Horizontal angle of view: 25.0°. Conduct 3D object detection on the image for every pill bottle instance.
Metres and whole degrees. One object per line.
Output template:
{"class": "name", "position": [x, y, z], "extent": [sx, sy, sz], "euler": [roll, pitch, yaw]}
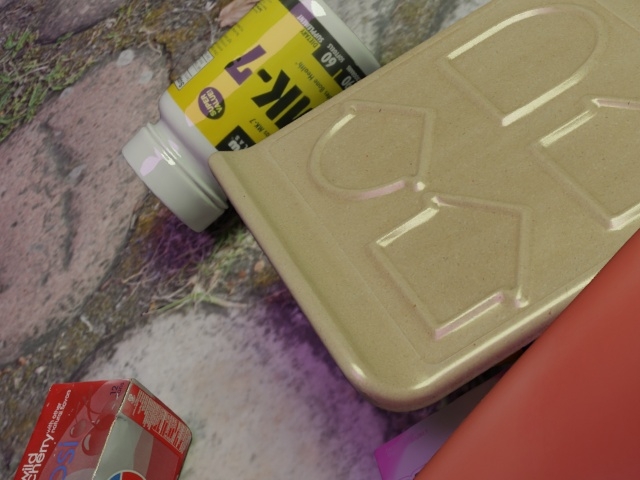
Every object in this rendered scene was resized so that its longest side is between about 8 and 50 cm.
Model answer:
{"class": "pill bottle", "position": [-0.059, -0.112, 1.215], "extent": [0.208, 0.119, 0.119], "euler": [-43, 38, 3]}

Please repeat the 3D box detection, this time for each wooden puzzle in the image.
{"class": "wooden puzzle", "position": [0.129, -0.044, 0.982], "extent": [0.348, 0.080, 0.322], "euler": [-28, 37, -6]}

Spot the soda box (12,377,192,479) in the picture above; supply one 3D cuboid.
{"class": "soda box", "position": [-0.185, 0.233, 1.043], "extent": [0.092, 0.083, 0.263], "euler": [-8, 50, 37]}

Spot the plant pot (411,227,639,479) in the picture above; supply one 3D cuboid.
{"class": "plant pot", "position": [0.171, 0.142, 0.672], "extent": [0.243, 0.275, 0.275], "euler": [-41, 36, 24]}

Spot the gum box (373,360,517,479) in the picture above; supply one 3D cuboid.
{"class": "gum box", "position": [0.135, 0.131, 0.858], "extent": [0.188, 0.062, 0.107], "euler": [-34, 39, 13]}
